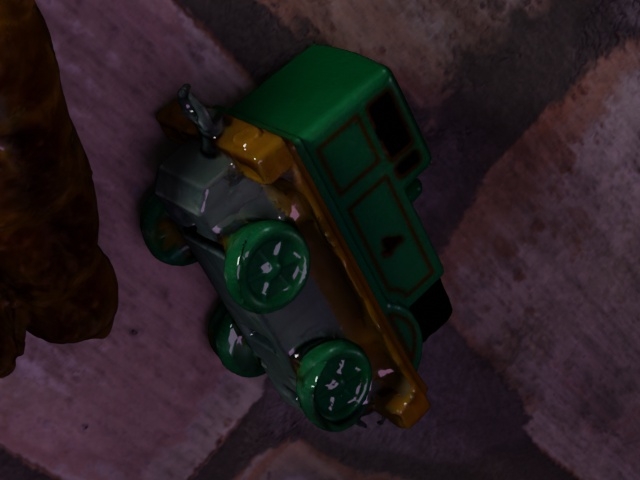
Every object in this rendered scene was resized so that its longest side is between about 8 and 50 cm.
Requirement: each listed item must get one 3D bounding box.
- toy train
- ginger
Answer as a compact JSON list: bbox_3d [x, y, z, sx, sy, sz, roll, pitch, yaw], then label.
[{"bbox_3d":[0.000,0.000,1.524,0.249,0.178,0.429,-42,127,-18],"label":"toy train"},{"bbox_3d":[-0.300,-0.054,1.320,0.254,0.176,0.418,-24,130,-25],"label":"ginger"}]
